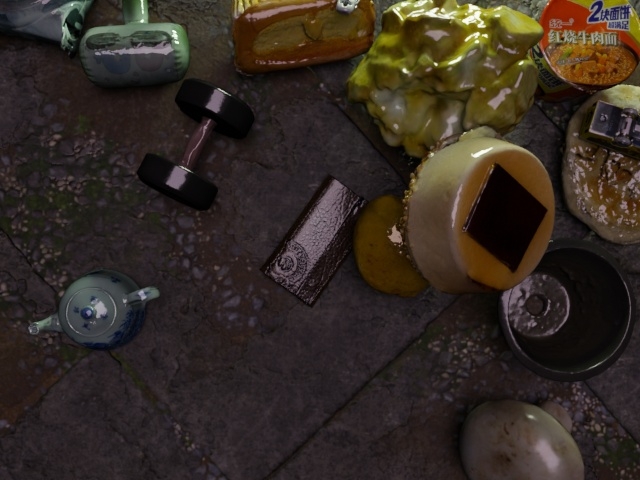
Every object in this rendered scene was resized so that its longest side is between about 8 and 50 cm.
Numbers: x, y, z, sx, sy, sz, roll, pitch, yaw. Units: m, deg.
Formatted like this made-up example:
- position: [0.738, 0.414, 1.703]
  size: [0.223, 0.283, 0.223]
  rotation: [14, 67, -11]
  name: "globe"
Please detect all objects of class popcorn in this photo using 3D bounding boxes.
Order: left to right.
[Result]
- position: [0.245, -0.319, 1.266]
  size: [0.334, 0.293, 0.292]
  rotation: [28, 41, 5]
  name: "popcorn"

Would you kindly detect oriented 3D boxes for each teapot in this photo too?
- position: [-0.412, 0.131, 1.224]
  size: [0.232, 0.159, 0.159]
  rotation: [-17, 88, -6]
  name: "teapot"

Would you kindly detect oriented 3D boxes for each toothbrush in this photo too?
- position: [0.099, -0.578, 1.289]
  size: [0.042, 0.040, 0.418]
  rotation: [15, 61, 7]
  name: "toothbrush"

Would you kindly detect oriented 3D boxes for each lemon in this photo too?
- position: [0.146, 0.013, 1.270]
  size: [0.170, 0.170, 0.207]
  rotation: [-4, 105, -5]
  name: "lemon"

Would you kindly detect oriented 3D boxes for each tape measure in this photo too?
- position: [-0.562, -0.509, 1.255]
  size: [0.256, 0.147, 0.275]
  rotation: [12, 89, -2]
  name: "tape measure"

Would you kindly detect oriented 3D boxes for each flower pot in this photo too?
- position: [0.453, 0.130, 1.293]
  size: [0.269, 0.166, 0.269]
  rotation: [0, 89, -6]
  name: "flower pot"

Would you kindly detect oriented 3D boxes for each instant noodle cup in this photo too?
- position: [0.505, -0.378, 1.324]
  size: [0.213, 0.174, 0.213]
  rotation: [0, 85, -5]
  name: "instant noodle cup"

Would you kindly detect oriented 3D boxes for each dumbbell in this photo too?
- position: [-0.237, -0.181, 1.257]
  size: [0.152, 0.152, 0.218]
  rotation: [26, 85, -3]
  name: "dumbbell"

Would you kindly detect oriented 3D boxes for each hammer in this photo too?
- position: [-0.367, -0.465, 1.292]
  size: [0.206, 0.119, 0.335]
  rotation: [-4, 80, -6]
  name: "hammer"

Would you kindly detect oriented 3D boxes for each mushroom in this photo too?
- position: [0.400, 0.403, 1.259]
  size: [0.244, 0.243, 0.243]
  rotation: [0, 86, -5]
  name: "mushroom"

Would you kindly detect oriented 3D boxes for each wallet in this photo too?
- position: [0.000, 0.000, 1.322]
  size: [0.133, 0.039, 0.243]
  rotation: [36, 86, -5]
  name: "wallet"

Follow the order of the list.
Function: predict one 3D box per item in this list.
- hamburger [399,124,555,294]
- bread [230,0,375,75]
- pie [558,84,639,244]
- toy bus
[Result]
- position: [0.271, -0.043, 1.155]
  size: [0.302, 0.170, 0.302]
  rotation: [-6, 102, -31]
  name: "hamburger"
- position: [-0.037, -0.425, 1.295]
  size: [0.288, 0.152, 0.119]
  rotation: [-11, 50, -7]
  name: "bread"
- position: [0.646, -0.161, 1.371]
  size: [0.339, 0.077, 0.339]
  rotation: [0, 86, -6]
  name: "pie"
- position: [0.633, -0.202, 1.298]
  size: [0.226, 0.074, 0.081]
  rotation: [17, 84, -2]
  name: "toy bus"
